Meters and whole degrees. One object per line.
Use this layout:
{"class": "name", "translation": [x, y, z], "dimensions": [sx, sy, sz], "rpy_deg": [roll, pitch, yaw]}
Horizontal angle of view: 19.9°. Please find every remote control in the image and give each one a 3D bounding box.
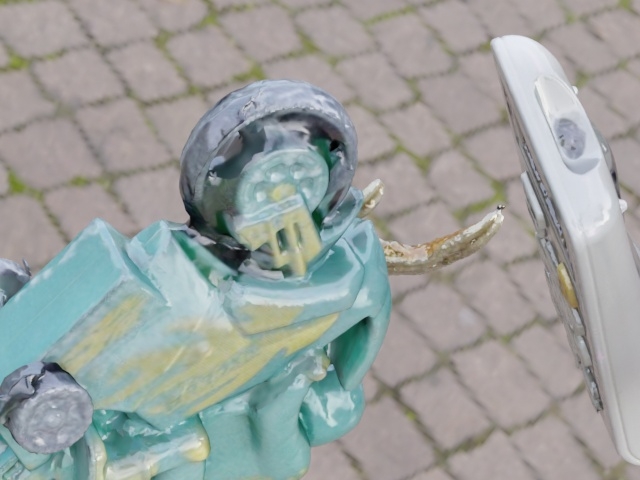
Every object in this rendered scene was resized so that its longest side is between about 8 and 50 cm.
{"class": "remote control", "translation": [0.140, 0.014, 0.897], "dimensions": [0.055, 0.313, 0.109], "rpy_deg": [-20, 62, 4]}

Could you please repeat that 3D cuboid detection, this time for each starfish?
{"class": "starfish", "translation": [0.001, 0.002, 1.013], "dimensions": [0.138, 0.247, 0.050], "rpy_deg": [6, 85, -29]}

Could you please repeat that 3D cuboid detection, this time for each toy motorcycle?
{"class": "toy motorcycle", "translation": [-0.071, 0.062, 0.866], "dimensions": [0.198, 0.296, 0.109], "rpy_deg": [41, 10, -41]}
